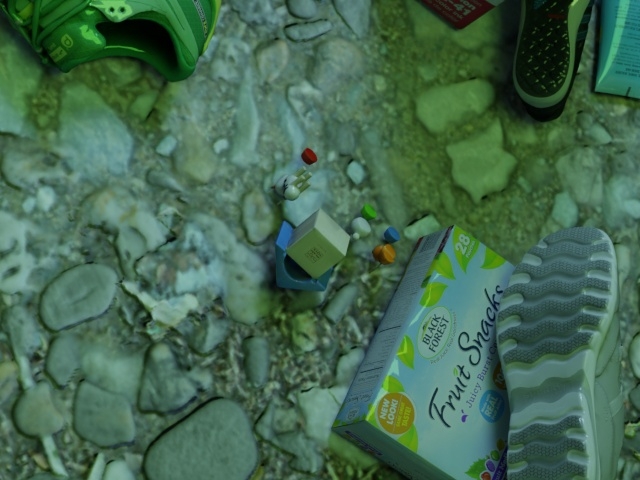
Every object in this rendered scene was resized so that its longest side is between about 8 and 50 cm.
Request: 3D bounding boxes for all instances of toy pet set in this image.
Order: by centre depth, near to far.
[{"bbox_3d":[0.000,0.000,1.715,0.122,0.065,0.114,43,27,-15],"label":"toy pet set"}]

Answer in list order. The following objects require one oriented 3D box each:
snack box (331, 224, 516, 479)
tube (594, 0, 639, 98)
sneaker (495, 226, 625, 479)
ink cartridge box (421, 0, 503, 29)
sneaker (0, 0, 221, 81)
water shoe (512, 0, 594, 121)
[{"bbox_3d":[0.130,0.120,1.733,0.174,0.070,0.207,35,63,-17],"label":"snack box"},{"bbox_3d":[0.307,-0.243,1.932,0.080,0.052,0.207,6,80,-21],"label":"tube"},{"bbox_3d":[0.214,0.125,1.702,0.115,0.105,0.281,43,51,-55],"label":"sneaker"},{"bbox_3d":[0.205,-0.350,1.753,0.131,0.306,0.226,41,63,-13],"label":"ink cartridge box"},{"bbox_3d":[-0.217,-0.209,1.611,0.295,0.109,0.123,14,67,-24],"label":"sneaker"},{"bbox_3d":[0.223,-0.212,1.866,0.073,0.080,0.203,13,70,13],"label":"water shoe"}]
